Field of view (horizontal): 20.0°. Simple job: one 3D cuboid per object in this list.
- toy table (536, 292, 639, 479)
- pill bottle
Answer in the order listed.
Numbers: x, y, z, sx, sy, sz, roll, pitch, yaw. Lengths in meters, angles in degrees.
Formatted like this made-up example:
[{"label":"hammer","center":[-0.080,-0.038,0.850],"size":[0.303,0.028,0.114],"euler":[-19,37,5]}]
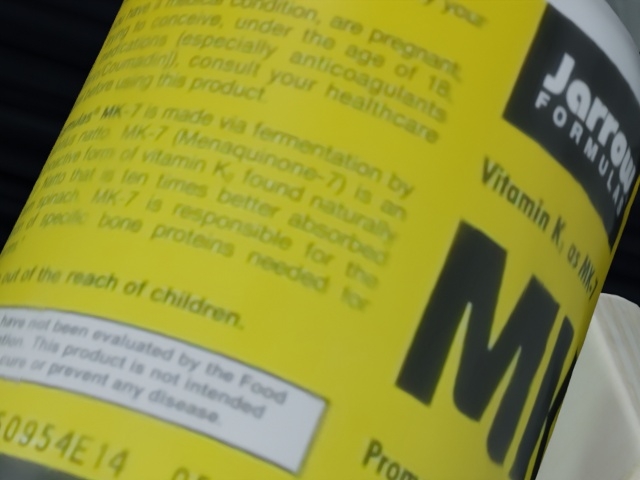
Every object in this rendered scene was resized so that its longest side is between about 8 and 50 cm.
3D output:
[{"label":"toy table","center":[0.091,0.162,0.587],"size":[0.161,0.274,0.252],"euler":[-51,53,38]},{"label":"pill bottle","center":[0.000,0.000,0.379],"size":[0.119,0.119,0.208],"euler":[110,-177,-69]}]
